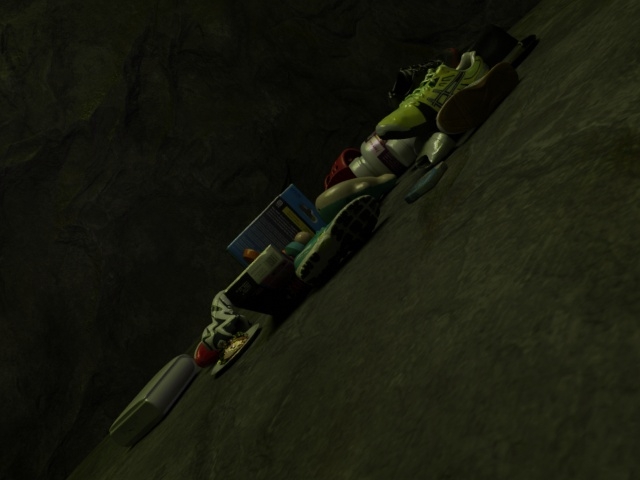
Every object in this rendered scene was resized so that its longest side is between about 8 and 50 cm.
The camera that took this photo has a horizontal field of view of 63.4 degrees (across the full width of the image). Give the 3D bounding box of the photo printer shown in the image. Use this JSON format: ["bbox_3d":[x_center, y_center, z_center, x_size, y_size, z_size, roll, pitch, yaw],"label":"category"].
[{"bbox_3d":[-0.575,0.548,1.829,0.256,0.107,0.307,-43,6,24],"label":"photo printer"}]

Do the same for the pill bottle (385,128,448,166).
[{"bbox_3d":[0.322,-0.348,1.592,0.246,0.136,0.136,-45,5,4],"label":"pill bottle"}]

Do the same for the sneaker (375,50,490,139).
[{"bbox_3d":[0.301,-0.389,1.416,0.384,0.147,0.145,-30,21,-18],"label":"sneaker"}]

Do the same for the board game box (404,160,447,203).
[{"bbox_3d":[0.244,-0.134,1.199,0.090,0.020,0.090,-37,10,49],"label":"board game box"}]

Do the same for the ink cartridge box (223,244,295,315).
[{"bbox_3d":[-0.129,0.126,1.471,0.176,0.069,0.371,-45,-16,1],"label":"ink cartridge box"}]

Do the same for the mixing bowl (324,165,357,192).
[{"bbox_3d":[0.110,-0.174,1.939,0.181,0.098,0.182,-29,46,36],"label":"mixing bowl"}]

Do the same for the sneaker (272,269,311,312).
[{"bbox_3d":[-0.073,0.135,1.380,0.170,0.063,0.075,-48,3,24],"label":"sneaker"}]

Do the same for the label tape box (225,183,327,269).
[{"bbox_3d":[-0.147,-0.002,1.947,0.348,0.249,0.115,-47,6,-17],"label":"label tape box"}]

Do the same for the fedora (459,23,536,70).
[{"bbox_3d":[0.545,-0.602,1.715,0.334,0.152,0.334,-45,5,5],"label":"fedora"}]

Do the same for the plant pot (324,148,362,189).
[{"bbox_3d":[0.125,-0.248,2.100,0.174,0.191,0.191,-49,1,42],"label":"plant pot"}]

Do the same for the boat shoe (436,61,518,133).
[{"bbox_3d":[0.391,-0.349,1.330,0.277,0.098,0.096,-37,2,-19],"label":"boat shoe"}]

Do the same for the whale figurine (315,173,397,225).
[{"bbox_3d":[0.122,-0.123,1.638,0.271,0.141,0.216,-21,-2,-19],"label":"whale figurine"}]

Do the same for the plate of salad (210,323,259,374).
[{"bbox_3d":[-0.257,0.311,1.516,0.200,0.048,0.200,-46,6,6],"label":"plate of salad"}]

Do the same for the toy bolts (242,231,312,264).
[{"bbox_3d":[-0.126,0.038,1.763,0.228,0.218,0.159,-19,39,62],"label":"toy bolts"}]

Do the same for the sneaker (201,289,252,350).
[{"bbox_3d":[-0.288,0.256,1.718,0.152,0.094,0.235,-8,36,18],"label":"sneaker"}]

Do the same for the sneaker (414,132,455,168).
[{"bbox_3d":[0.283,-0.232,1.393,0.094,0.080,0.212,-57,7,0],"label":"sneaker"}]

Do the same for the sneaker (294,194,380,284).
[{"bbox_3d":[0.032,-0.014,1.303,0.275,0.107,0.110,-45,29,1],"label":"sneaker"}]

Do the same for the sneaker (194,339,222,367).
[{"bbox_3d":[-0.338,0.334,1.775,0.128,0.087,0.221,-43,7,38],"label":"sneaker"}]

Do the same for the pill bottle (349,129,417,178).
[{"bbox_3d":[0.246,-0.318,1.773,0.301,0.169,0.169,-44,6,15],"label":"pill bottle"}]

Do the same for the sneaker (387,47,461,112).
[{"bbox_3d":[0.297,-0.468,1.498,0.276,0.135,0.097,-47,39,-1],"label":"sneaker"}]
